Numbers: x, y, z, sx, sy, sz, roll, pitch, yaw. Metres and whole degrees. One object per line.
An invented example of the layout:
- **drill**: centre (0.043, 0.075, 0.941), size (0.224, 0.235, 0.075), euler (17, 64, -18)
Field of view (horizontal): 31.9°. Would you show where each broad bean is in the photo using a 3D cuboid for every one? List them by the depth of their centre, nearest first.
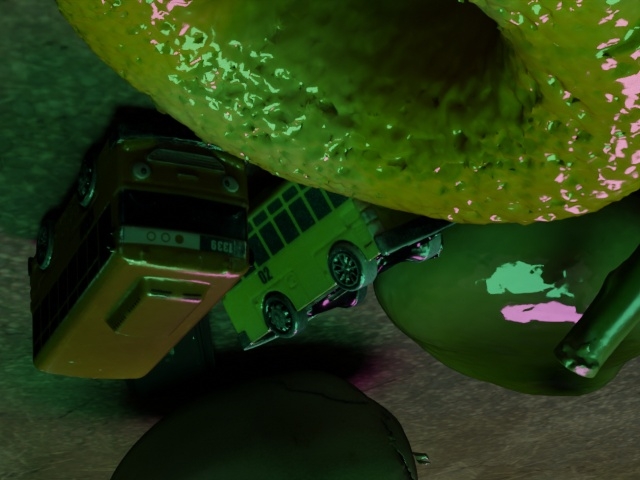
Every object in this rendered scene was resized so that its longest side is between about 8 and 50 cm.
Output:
- **broad bean**: centre (0.167, 0.039, 0.871), size (0.238, 0.119, 0.291), euler (-9, 152, 24)

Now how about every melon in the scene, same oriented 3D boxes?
- **melon**: centre (-0.051, 0.266, 1.094), size (0.330, 0.268, 0.268), euler (-25, 152, 2)

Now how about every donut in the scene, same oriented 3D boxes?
- **donut**: centre (0.017, -0.107, 0.429), size (0.303, 0.110, 0.303), euler (21, 159, 8)

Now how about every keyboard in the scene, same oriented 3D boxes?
- **keyboard**: centre (-0.143, 0.093, 1.003), size (0.094, 0.025, 0.230), euler (-6, 154, -6)

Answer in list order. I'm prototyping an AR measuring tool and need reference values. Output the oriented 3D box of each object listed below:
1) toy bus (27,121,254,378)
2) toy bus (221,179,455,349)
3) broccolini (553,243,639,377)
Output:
- **toy bus**: centre (-0.126, 0.015, 0.754), size (0.098, 0.114, 0.201), euler (8, 150, -28)
- **toy bus**: centre (0.000, 0.000, 0.768), size (0.088, 0.101, 0.175), euler (-23, 171, -44)
- **broccolini**: centre (0.258, -0.052, 0.615), size (0.392, 0.079, 0.074), euler (-59, 165, 27)
